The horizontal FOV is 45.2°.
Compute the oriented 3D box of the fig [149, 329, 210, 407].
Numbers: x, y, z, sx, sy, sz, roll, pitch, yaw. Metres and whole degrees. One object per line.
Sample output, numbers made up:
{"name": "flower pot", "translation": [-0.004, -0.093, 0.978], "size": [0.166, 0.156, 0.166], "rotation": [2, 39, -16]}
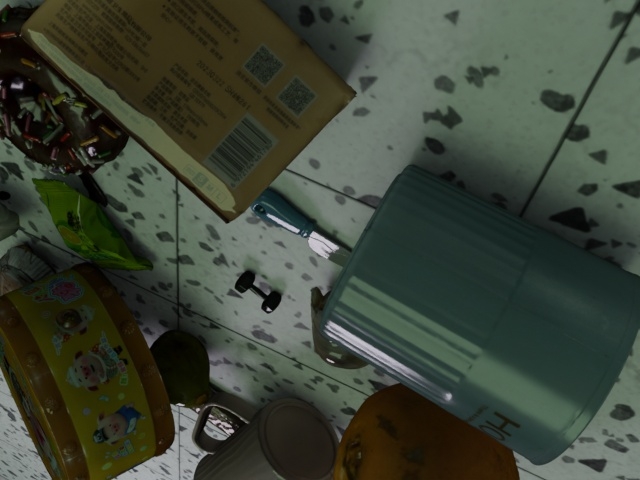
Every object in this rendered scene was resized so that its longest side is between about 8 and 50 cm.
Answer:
{"name": "fig", "translation": [-0.292, 0.274, 1.571], "size": [0.166, 0.154, 0.144], "rotation": [49, 177, 39]}

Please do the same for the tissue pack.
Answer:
{"name": "tissue pack", "translation": [-0.145, -0.210, 0.904], "size": [0.305, 0.239, 0.238], "rotation": [42, 142, -15]}

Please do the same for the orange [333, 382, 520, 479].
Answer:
{"name": "orange", "translation": [0.174, 0.385, 1.259], "size": [0.312, 0.312, 0.312], "rotation": [19, 142, 15]}

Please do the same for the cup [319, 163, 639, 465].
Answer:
{"name": "cup", "translation": [0.192, 0.071, 0.973], "size": [0.311, 0.331, 0.257], "rotation": [29, 110, 5]}

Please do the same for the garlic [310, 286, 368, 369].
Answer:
{"name": "garlic", "translation": [0.075, 0.142, 1.210], "size": [0.194, 0.127, 0.131], "rotation": [6, 137, 0]}

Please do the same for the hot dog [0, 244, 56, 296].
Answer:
{"name": "hot dog", "translation": [-0.636, 0.094, 1.662], "size": [0.144, 0.075, 0.268], "rotation": [40, 146, -5]}

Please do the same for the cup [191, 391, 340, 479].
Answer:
{"name": "cup", "translation": [-0.124, 0.449, 1.590], "size": [0.273, 0.208, 0.288], "rotation": [-48, 62, 35]}

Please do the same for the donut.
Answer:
{"name": "donut", "translation": [-0.394, -0.208, 1.117], "size": [0.269, 0.103, 0.270], "rotation": [20, 140, 18]}

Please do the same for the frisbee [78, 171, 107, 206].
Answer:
{"name": "frisbee", "translation": [-0.408, -0.126, 1.304], "size": [0.210, 0.012, 0.187], "rotation": [5, 137, 28]}

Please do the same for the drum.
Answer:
{"name": "drum", "translation": [-0.472, 0.265, 1.489], "size": [0.431, 0.214, 0.431], "rotation": [40, 142, 40]}

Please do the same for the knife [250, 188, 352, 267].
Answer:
{"name": "knife", "translation": [-0.001, 0.001, 1.168], "size": [0.244, 0.032, 0.058], "rotation": [34, 141, -11]}

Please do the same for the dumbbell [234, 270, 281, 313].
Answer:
{"name": "dumbbell", "translation": [-0.107, 0.090, 1.327], "size": [0.083, 0.040, 0.036], "rotation": [39, 175, -12]}

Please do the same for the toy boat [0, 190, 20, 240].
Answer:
{"name": "toy boat", "translation": [-0.676, -0.053, 1.485], "size": [0.269, 0.141, 0.141], "rotation": [-12, 126, 43]}

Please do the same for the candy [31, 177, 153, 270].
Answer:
{"name": "candy", "translation": [-0.420, -0.019, 1.382], "size": [0.149, 0.069, 0.246], "rotation": [3, 136, 39]}

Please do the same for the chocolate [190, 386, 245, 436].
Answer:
{"name": "chocolate", "translation": [-0.192, 0.412, 1.733], "size": [0.329, 0.065, 0.102], "rotation": [35, 144, -3]}
